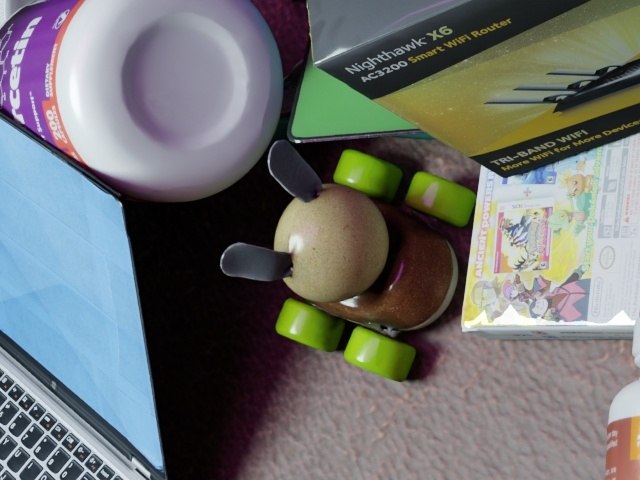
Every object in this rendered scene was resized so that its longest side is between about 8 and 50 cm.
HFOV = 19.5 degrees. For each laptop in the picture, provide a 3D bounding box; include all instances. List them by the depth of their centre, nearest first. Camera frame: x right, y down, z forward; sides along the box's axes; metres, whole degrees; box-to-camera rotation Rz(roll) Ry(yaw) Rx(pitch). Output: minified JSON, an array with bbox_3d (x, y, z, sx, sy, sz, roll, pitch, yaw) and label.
[{"bbox_3d":[-0.311,0.121,1.521,0.408,0.236,0.382,-51,41,-6],"label":"laptop"}]

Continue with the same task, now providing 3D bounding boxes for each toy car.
[{"bbox_3d":[0.000,0.000,1.378,0.149,0.188,0.155,20,88,41],"label":"toy car"}]

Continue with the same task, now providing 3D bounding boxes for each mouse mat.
[{"bbox_3d":[0.059,-0.148,1.428,0.153,0.007,0.189,-3,47,18],"label":"mouse mat"}]

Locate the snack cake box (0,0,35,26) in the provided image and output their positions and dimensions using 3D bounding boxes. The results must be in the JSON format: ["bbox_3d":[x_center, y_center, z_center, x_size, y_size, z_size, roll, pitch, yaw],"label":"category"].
[{"bbox_3d":[-0.364,-0.187,1.806,0.264,0.089,0.152,-19,65,34],"label":"snack cake box"}]

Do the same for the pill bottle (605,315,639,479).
[{"bbox_3d":[0.239,0.157,1.173,0.121,0.121,0.216,-8,71,37],"label":"pill bottle"}]

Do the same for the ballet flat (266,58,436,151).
[{"bbox_3d":[0.021,-0.118,1.482,0.221,0.077,0.079,-2,70,43],"label":"ballet flat"}]

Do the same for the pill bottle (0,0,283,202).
[{"bbox_3d":[-0.172,-0.121,1.526,0.323,0.181,0.181,2,75,63],"label":"pill bottle"}]

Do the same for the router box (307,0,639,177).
[{"bbox_3d":[0.183,-0.154,1.187,0.309,0.243,0.081,-20,63,31],"label":"router box"}]

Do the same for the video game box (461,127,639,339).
[{"bbox_3d":[0.198,-0.030,1.321,0.187,0.048,0.205,-1,74,36],"label":"video game box"}]
